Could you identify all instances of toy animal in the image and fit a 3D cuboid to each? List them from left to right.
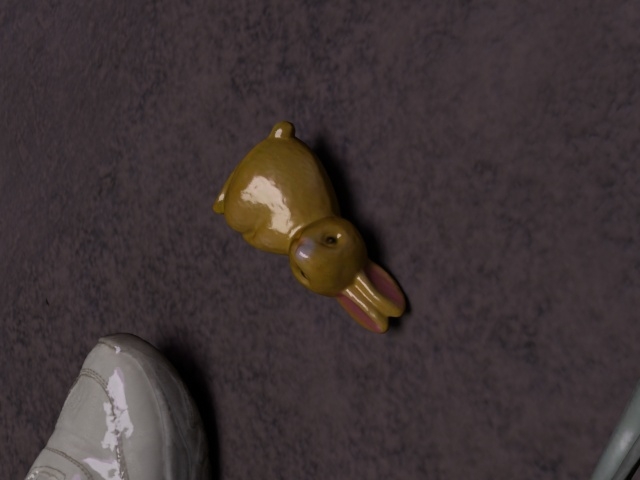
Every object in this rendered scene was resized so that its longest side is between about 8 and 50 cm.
[{"bbox_3d":[0.000,-0.002,0.922,0.159,0.070,0.083,50,124,30],"label":"toy animal"}]

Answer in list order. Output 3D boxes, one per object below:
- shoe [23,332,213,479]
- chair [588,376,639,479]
[{"bbox_3d":[-0.206,0.243,1.041,0.132,0.210,0.342,16,102,47],"label":"shoe"},{"bbox_3d":[0.265,0.052,0.556,0.203,0.190,0.275,43,128,38],"label":"chair"}]
